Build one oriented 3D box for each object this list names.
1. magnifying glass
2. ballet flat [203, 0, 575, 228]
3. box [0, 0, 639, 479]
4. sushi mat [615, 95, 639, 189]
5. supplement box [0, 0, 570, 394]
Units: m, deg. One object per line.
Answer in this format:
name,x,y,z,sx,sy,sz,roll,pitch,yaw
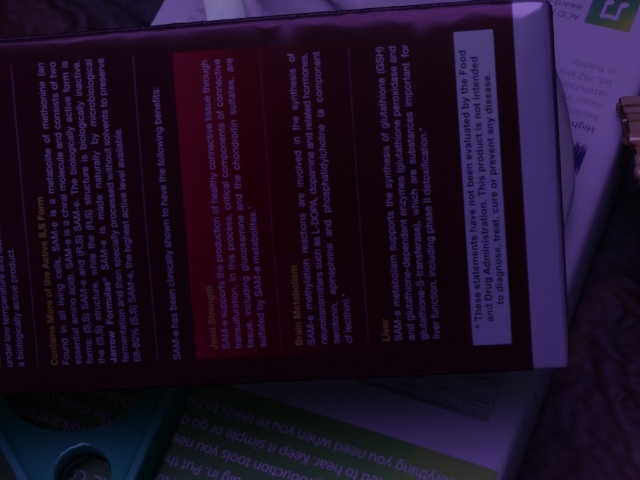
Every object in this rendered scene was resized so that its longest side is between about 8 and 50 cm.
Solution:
magnifying glass,-0.090,0.100,0.609,0.092,0.026,0.231,-9,61,5
ballet flat,0.003,-0.162,0.686,0.139,0.139,0.400,-15,58,0
box,0.000,0.000,0.699,0.232,0.058,0.322,16,62,18
sushi mat,0.287,-0.008,0.645,0.317,0.019,0.151,-4,57,-5
supplement box,-0.033,-0.015,0.580,0.239,0.073,0.130,-3,96,8
